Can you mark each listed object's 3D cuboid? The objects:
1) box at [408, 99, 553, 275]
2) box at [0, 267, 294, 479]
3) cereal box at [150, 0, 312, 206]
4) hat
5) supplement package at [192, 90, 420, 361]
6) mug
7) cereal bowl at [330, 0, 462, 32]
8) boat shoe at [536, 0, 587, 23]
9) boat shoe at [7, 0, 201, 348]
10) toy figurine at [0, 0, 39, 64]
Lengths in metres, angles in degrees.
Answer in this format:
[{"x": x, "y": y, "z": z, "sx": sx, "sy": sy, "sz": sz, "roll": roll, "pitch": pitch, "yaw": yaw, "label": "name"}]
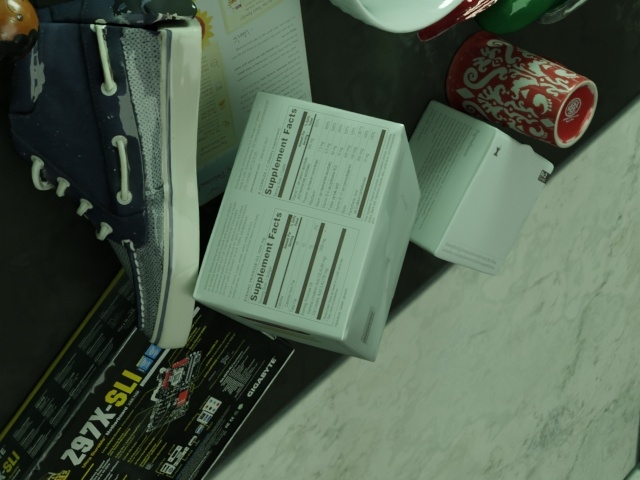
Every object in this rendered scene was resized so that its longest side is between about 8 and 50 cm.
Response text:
[{"x": 0.196, "y": -0.067, "z": 1.303, "sx": 0.181, "sy": 0.119, "sz": 0.182, "roll": 18, "pitch": 101, "yaw": -52, "label": "box"}, {"x": -0.201, "y": 0.193, "z": 1.079, "sx": 0.322, "sy": 0.079, "sz": 0.257, "roll": -55, "pitch": 141, "yaw": -4, "label": "box"}, {"x": -0.091, "y": -0.173, "z": 0.965, "sx": 0.173, "sy": 0.047, "sz": 0.240, "roll": -34, "pitch": 138, "yaw": -29, "label": "cereal box"}, {"x": 0.223, "y": -0.258, "z": 1.102, "sx": 0.173, "sy": 0.208, "sz": 0.184, "roll": 64, "pitch": 21, "yaw": -50, "label": "hat"}, {"x": 0.000, "y": 0.000, "z": 0.969, "sx": 0.262, "sy": 0.145, "sz": 0.204, "roll": 49, "pitch": 56, "yaw": -75, "label": "supplement package"}, {"x": 0.274, "y": -0.205, "z": 1.251, "sx": 0.150, "sy": 0.169, "sz": 0.113, "roll": -46, "pitch": 141, "yaw": -14, "label": "mug"}, {"x": 0.074, "y": -0.381, "z": 0.911, "sx": 0.339, "sy": 0.141, "sz": 0.339, "roll": -37, "pitch": 145, "yaw": -32, "label": "cereal bowl"}, {"x": 0.374, "y": -0.420, "z": 1.278, "sx": 0.335, "sy": 0.121, "sz": 0.119, "roll": -42, "pitch": 158, "yaw": -16, "label": "boat shoe"}, {"x": -0.192, "y": -0.056, "z": 0.859, "sx": 0.158, "sy": 0.127, "sz": 0.341, "roll": -2, "pitch": 113, "yaw": -14, "label": "boat shoe"}, {"x": -0.298, "y": -0.116, "z": 0.640, "sx": 0.148, "sy": 0.213, "sz": 0.210, "roll": 31, "pitch": 87, "yaw": -41, "label": "toy figurine"}]
